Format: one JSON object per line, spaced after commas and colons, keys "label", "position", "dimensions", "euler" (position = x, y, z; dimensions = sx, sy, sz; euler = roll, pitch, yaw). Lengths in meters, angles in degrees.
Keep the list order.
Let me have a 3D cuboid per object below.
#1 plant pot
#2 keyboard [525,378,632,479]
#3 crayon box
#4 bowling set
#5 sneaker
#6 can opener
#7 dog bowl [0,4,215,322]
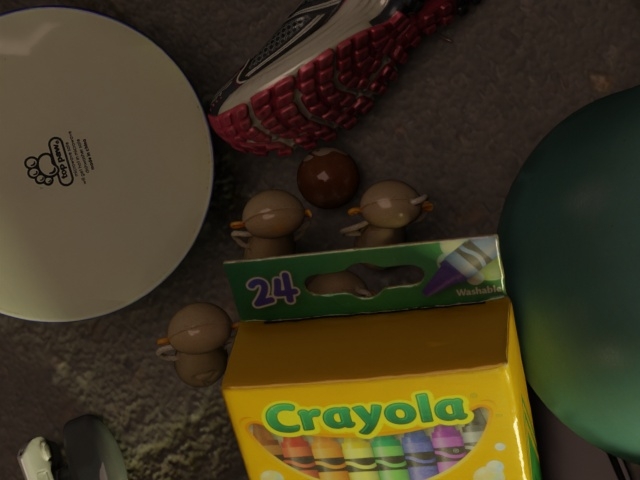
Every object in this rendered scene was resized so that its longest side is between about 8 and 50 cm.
{"label": "plant pot", "position": [0.292, 0.011, 0.946], "dimensions": [0.292, 0.235, 0.293], "euler": [1, 82, -11]}
{"label": "keyboard", "position": [0.174, 0.265, 1.143], "dimensions": [0.201, 0.033, 0.317], "euler": [-22, 81, 11]}
{"label": "crayon box", "position": [0.053, 0.158, 1.029], "dimensions": [0.203, 0.083, 0.323], "euler": [-6, 122, 13]}
{"label": "bowling set", "position": [0.000, 0.000, 1.119], "dimensions": [0.286, 0.154, 0.200], "euler": [-9, 70, -7]}
{"label": "sneaker", "position": [0.025, -0.187, 1.161], "dimensions": [0.299, 0.121, 0.112], "euler": [-42, 63, -4]}
{"label": "can opener", "position": [-0.198, 0.297, 1.239], "dimensions": [0.093, 0.074, 0.280], "euler": [-20, 83, 16]}
{"label": "dog bowl", "position": [-0.221, -0.065, 1.186], "dimensions": [0.264, 0.104, 0.265], "euler": [-1, 96, -8]}
